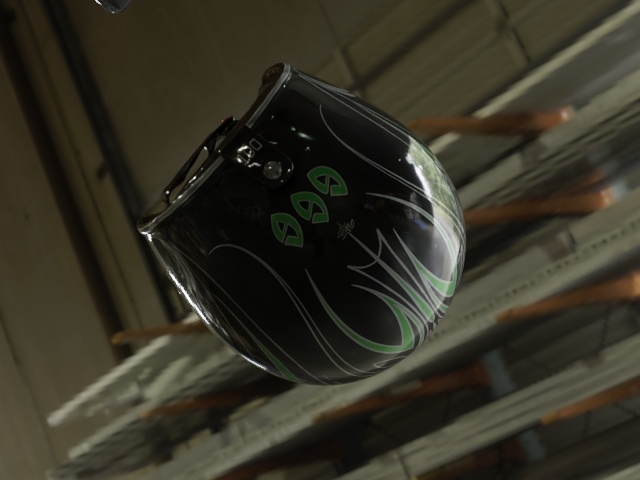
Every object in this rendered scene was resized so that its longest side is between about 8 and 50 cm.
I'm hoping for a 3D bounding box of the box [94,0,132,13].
[{"bbox_3d":[-0.046,-0.157,0.240,0.158,0.093,0.156,-46,-28,-1],"label":"box"}]

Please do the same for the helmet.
[{"bbox_3d":[0.000,0.000,0.689,0.169,0.161,0.169,-46,12,13],"label":"helmet"}]
